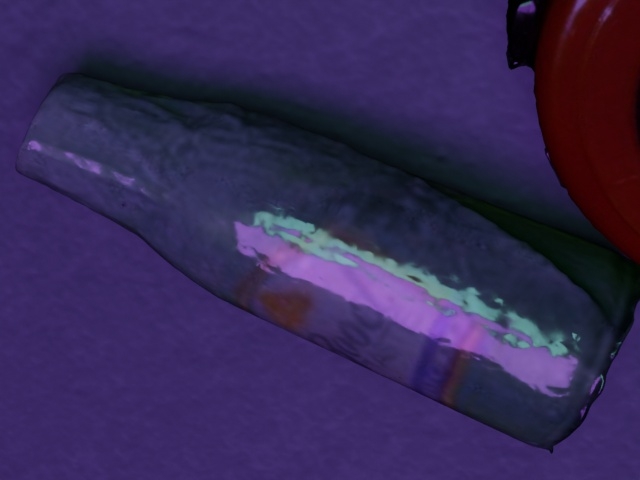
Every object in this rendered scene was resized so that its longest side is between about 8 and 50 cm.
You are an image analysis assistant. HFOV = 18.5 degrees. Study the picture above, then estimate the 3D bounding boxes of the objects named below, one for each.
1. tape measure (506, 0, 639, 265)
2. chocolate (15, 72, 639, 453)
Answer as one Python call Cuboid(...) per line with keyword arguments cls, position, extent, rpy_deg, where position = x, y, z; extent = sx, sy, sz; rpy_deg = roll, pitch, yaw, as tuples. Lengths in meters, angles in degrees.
Cuboid(cls="tape measure", position=(0.204, -0.091, 0.802), extent=(0.253, 0.114, 0.260), rpy_deg=(36, 129, -14))
Cuboid(cls="chocolate", position=(0.000, 0.000, 0.926), extent=(0.291, 0.110, 0.110), rpy_deg=(23, 127, -1))
